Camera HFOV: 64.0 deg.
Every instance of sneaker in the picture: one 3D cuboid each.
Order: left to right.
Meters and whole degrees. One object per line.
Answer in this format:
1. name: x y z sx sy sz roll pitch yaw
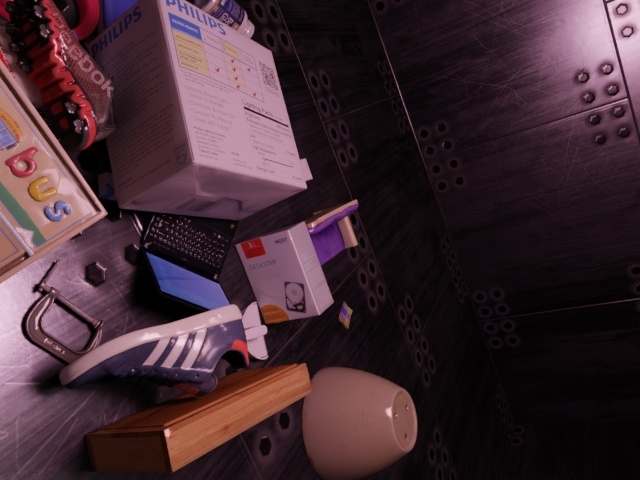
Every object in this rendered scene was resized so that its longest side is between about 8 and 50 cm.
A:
1. sneaker: -0.433 -0.292 0.881 0.135 0.098 0.275 -37 110 -62
2. sneaker: -0.276 0.229 0.934 0.350 0.131 0.148 -13 79 -40

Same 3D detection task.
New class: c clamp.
1. c clamp: -0.442 0.136 0.902 0.160 0.022 0.137 56 37 -31

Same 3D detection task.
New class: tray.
1. tray: -0.214 0.334 1.011 0.411 0.203 0.076 -7 83 -59

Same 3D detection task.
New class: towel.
1. towel: 0.086 0.253 1.727 0.060 0.010 0.083 53 37 -31

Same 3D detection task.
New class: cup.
1. cup: 0.136 0.519 1.471 0.331 0.237 0.330 32 50 -49

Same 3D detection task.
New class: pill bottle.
1. pill bottle: -0.269 -0.641 1.459 0.169 0.094 0.094 27 55 -51

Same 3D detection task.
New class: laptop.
1. laptop: -0.257 0.022 1.135 0.234 0.137 0.264 35 67 -48

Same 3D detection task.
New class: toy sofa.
1. toy sofa: 0.000 0.000 1.537 0.363 0.177 0.150 -32 104 -59

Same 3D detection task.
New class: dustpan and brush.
1. dustpan and brush: -0.183 0.232 1.246 0.211 0.060 0.147 -6 82 -59

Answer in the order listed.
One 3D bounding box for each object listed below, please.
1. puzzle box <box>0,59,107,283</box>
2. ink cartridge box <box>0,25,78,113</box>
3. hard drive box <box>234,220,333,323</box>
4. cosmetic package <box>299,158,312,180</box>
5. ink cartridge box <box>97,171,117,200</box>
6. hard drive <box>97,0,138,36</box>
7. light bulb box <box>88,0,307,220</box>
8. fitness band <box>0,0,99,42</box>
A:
1. puzzle box: -0.543 -0.134 0.744 0.272 0.052 0.408 -45 117 -35
2. ink cartridge box: -0.525 -0.296 0.901 0.231 0.078 0.134 -34 108 -58
3. hard drive box: -0.094 0.087 1.340 0.089 0.181 0.232 -32 104 -57
4. cosmetic package: -0.149 -0.143 1.293 0.099 0.239 0.060 -34 107 -59
5. ink cartridge box: -0.412 -0.107 1.053 0.083 0.028 0.048 11 68 -56
6. hard drive: -0.414 -0.439 1.185 0.210 0.040 0.318 12 67 -57
7. light bulb box: -0.248 -0.256 1.087 0.358 0.225 0.360 5 67 -58
8. fitness band: -0.558 -0.503 0.973 0.291 0.054 0.208 35 46 -49
